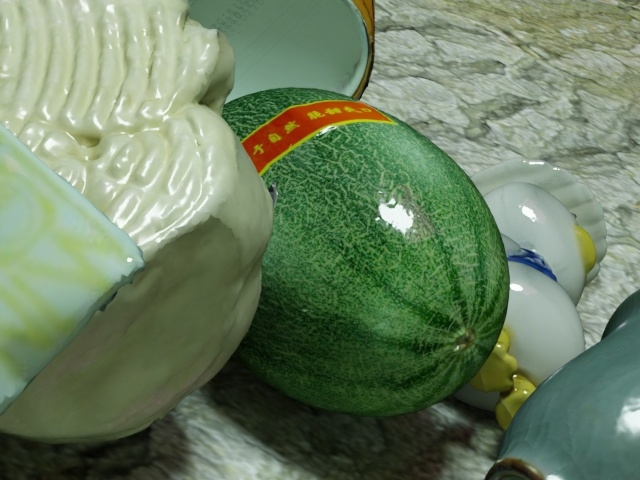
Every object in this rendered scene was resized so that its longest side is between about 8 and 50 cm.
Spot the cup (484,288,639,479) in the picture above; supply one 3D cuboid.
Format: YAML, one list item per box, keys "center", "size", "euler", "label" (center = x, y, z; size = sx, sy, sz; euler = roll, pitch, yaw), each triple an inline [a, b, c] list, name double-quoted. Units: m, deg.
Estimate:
- center: [0.171, 0.136, 1.108]
  size: [0.150, 0.199, 0.199]
  euler: [-18, 43, -31]
  label: "cup"

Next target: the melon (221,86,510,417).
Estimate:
- center: [0.000, 0.000, 1.209]
  size: [0.182, 0.182, 0.287]
  euler: [5, 17, -33]
  label: "melon"

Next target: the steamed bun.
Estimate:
- center: [-0.160, -0.012, 1.079]
  size: [0.275, 0.206, 0.320]
  euler: [6, 48, 6]
  label: "steamed bun"

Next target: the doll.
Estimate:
- center: [0.136, 0.034, 1.337]
  size: [0.138, 0.119, 0.293]
  euler: [62, 18, -17]
  label: "doll"

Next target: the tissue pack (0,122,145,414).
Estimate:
- center: [-0.302, -0.015, 0.718]
  size: [0.388, 0.287, 0.162]
  euler: [43, -14, -6]
  label: "tissue pack"

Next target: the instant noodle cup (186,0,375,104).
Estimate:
- center: [-0.047, -0.184, 1.544]
  size: [0.216, 0.216, 0.172]
  euler: [14, 34, -16]
  label: "instant noodle cup"
